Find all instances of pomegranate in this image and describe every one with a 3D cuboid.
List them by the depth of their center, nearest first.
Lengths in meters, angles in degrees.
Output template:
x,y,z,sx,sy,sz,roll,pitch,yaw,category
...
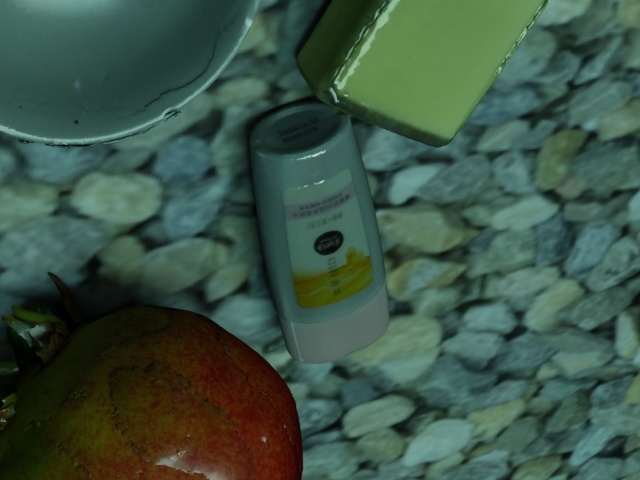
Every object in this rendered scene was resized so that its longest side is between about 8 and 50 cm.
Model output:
x,y,z,sx,sy,sz,roll,pitch,yaw,category
-0.124,0.137,0.892,0.235,0.210,0.210,41,104,-3,pomegranate

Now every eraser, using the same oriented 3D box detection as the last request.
x,y,z,sx,sy,sz,roll,pitch,yaw,category
0.074,-0.151,0.854,0.117,0.058,0.172,17,117,-37,eraser

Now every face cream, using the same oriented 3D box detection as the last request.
x,y,z,sx,sy,sz,roll,pitch,yaw,category
0.000,0.000,0.938,0.084,0.057,0.198,-22,133,-10,face cream

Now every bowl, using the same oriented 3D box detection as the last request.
x,y,z,sx,sy,sz,roll,pitch,yaw,category
-0.130,-0.149,0.724,0.189,0.086,0.189,-14,130,-17,bowl
